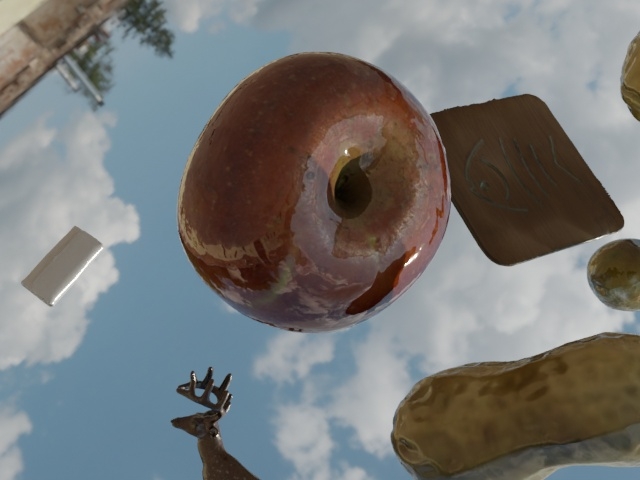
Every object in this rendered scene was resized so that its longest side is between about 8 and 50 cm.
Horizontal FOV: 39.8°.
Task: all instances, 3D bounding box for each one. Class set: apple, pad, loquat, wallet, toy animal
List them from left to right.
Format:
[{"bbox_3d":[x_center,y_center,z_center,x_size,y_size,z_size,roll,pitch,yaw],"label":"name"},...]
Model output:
[{"bbox_3d":[-0.387,0.037,1.333,0.122,0.061,0.025,-53,179,-26],"label":"wallet"},{"bbox_3d":[-0.122,0.334,1.258,0.087,0.243,0.260,-20,134,-67],"label":"toy animal"},{"bbox_3d":[-0.009,-0.033,0.647,0.201,0.201,0.162,-45,-160,-18],"label":"apple"},{"bbox_3d":[0.309,-0.104,1.387,0.284,0.286,0.018,-15,154,-29],"label":"pad"},{"bbox_3d":[0.591,0.067,1.704,0.195,0.152,0.152,-19,-166,-36],"label":"loquat"}]

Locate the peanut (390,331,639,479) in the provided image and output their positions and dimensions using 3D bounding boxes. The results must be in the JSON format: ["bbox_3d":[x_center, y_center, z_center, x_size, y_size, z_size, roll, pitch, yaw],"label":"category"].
[{"bbox_3d":[0.158,0.121,0.612,0.229,0.098,0.103,-17,-175,25],"label":"peanut"}]

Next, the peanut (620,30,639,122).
[{"bbox_3d":[0.399,-0.143,0.925,0.147,0.147,0.305,-26,-143,18],"label":"peanut"}]
